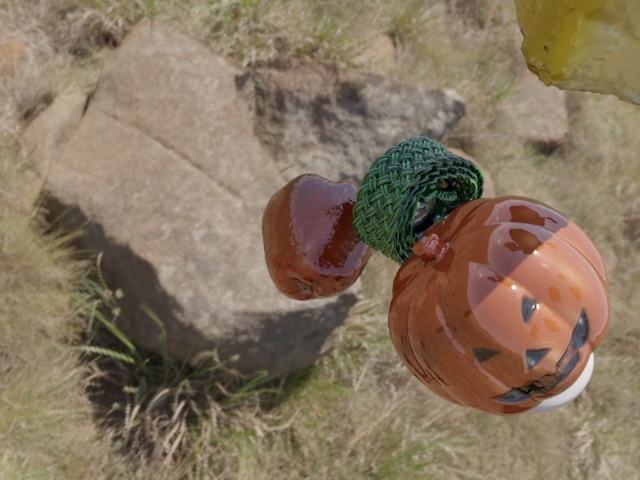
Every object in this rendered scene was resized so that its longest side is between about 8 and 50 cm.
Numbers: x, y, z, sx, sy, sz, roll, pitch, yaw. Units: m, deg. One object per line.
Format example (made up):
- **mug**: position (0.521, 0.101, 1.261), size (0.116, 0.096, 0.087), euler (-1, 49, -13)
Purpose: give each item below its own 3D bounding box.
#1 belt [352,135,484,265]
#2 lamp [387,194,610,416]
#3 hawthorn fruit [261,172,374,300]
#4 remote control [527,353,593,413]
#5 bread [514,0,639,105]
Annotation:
- **belt**: position (0.096, -0.044, 0.823), size (0.151, 0.121, 0.079), euler (-17, 37, -39)
- **lamp**: position (0.142, 0.048, 0.684), size (0.164, 0.187, 0.188), euler (37, 39, -17)
- **hawthorn fruit**: position (0.000, 0.000, 0.890), size (0.132, 0.133, 0.138), euler (24, 67, -25)
- **remote control**: position (0.371, 0.225, 1.590), size (0.221, 0.332, 0.103), euler (-53, 137, -27)
- **bread**: position (0.248, -0.311, 0.567), size (0.143, 0.333, 0.324), euler (9, 56, -7)
